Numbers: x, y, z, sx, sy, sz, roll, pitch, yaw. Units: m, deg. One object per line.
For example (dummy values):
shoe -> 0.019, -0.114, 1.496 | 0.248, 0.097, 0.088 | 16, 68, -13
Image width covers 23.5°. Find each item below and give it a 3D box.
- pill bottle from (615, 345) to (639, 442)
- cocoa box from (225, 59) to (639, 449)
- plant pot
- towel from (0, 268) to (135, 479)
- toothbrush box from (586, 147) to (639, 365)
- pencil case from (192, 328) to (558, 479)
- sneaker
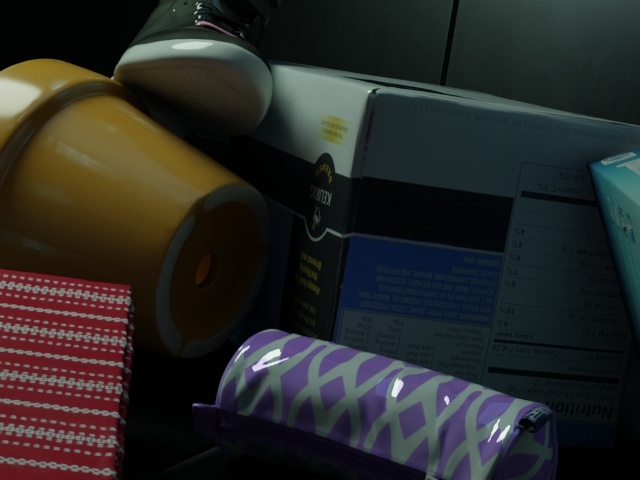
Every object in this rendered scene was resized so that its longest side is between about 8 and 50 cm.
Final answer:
pill bottle -> 0.348, 0.078, 1.150 | 0.283, 0.161, 0.161 | 6, 9, -19
cocoa box -> 0.068, -0.002, 1.162 | 0.231, 0.228, 0.347 | 7, 8, -18
plant pot -> -0.146, -0.007, 1.091 | 0.188, 0.205, 0.205 | 20, 13, 30
towel -> -0.202, 0.076, 0.830 | 0.198, 0.031, 0.275 | 8, 21, -7
toothbrush box -> 0.256, 0.058, 0.873 | 0.126, 0.216, 0.295 | -16, 9, 5
pencil case -> 0.035, 0.112, 0.877 | 0.206, 0.086, 0.088 | 13, 36, 33
sneaker -> -0.081, -0.160, 1.160 | 0.104, 0.147, 0.295 | 32, -10, -16
